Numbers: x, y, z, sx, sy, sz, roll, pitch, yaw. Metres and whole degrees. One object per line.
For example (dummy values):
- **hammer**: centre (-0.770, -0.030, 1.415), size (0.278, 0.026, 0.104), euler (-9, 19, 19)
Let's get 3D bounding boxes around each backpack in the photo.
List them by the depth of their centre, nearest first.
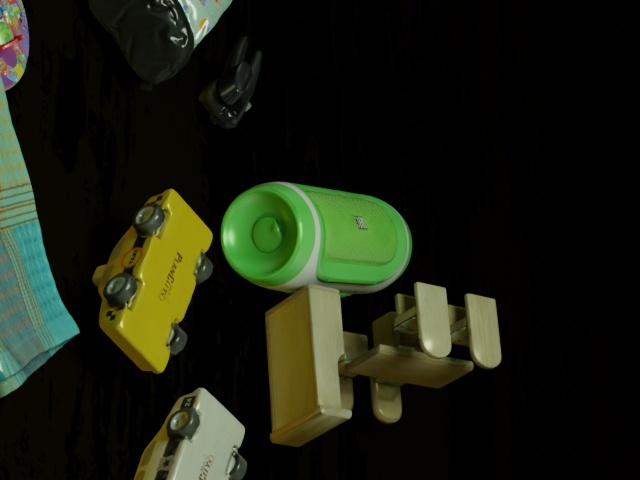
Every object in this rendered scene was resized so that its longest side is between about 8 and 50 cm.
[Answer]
- **backpack**: centre (-0.171, -0.270, 2.104), size (0.152, 0.115, 0.182), euler (61, 27, -20)

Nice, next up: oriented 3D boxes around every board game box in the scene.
- **board game box**: centre (-0.327, -0.229, 1.866), size (0.168, 0.033, 0.133), euler (36, 45, -51)

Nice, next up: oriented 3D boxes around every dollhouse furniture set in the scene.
- **dollhouse furniture set**: centre (0.065, 0.162, 2.238), size (0.242, 0.212, 0.161), euler (12, 60, -31)

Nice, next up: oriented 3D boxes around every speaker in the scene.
- **speaker**: centre (0.000, 0.000, 2.279), size (0.296, 0.131, 0.131), euler (6, 71, -62)

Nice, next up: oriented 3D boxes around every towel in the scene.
- **towel**: centre (-0.308, -0.056, 1.702), size (0.271, 0.040, 0.370), euler (-52, 128, -81)

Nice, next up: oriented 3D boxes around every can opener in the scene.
- **can opener**: centre (-0.097, -0.190, 2.269), size (0.059, 0.073, 0.186), euler (56, 22, -18)

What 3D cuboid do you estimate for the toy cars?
- **toy cars**: centre (-0.166, 0.147, 1.929), size (0.176, 0.087, 0.394), euler (-3, 83, -56)
